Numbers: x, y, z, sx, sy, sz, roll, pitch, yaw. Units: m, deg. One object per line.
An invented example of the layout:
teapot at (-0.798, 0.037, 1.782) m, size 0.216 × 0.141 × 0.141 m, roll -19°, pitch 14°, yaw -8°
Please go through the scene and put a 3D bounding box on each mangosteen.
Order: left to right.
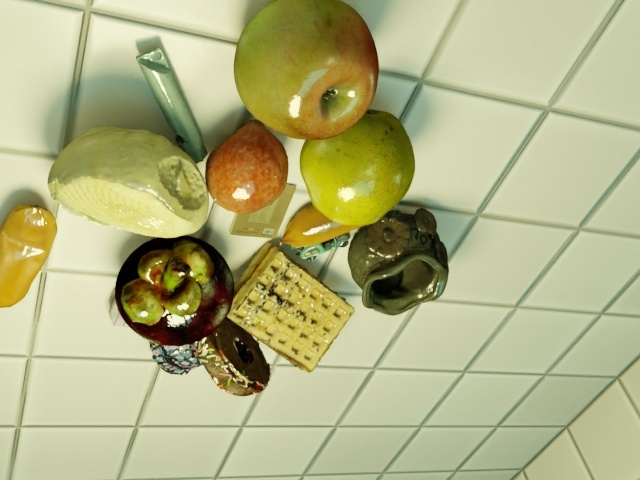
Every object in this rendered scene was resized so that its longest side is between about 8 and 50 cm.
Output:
mangosteen at (-0.389, 0.135, 1.954) m, size 0.330 × 0.330 × 0.330 m, roll -9°, pitch 137°, yaw -8°

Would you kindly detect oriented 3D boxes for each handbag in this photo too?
handbag at (-0.420, 0.330, 2.289) m, size 0.208 × 0.126 × 0.228 m, roll -20°, pitch 138°, yaw 13°

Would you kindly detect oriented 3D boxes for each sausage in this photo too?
sausage at (-0.766, 0.028, 1.872) m, size 0.134 × 0.116 × 0.354 m, roll 27°, pitch 120°, yaw -21°
sausage at (0.026, -0.061, 2.035) m, size 0.328 × 0.112 × 0.112 m, roll -23°, pitch 137°, yaw 6°

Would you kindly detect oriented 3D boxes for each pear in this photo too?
pear at (0.092, -0.188, 1.806) m, size 0.294 × 0.294 × 0.294 m, roll -9°, pitch 137°, yaw -8°

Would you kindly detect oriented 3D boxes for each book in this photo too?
book at (-0.161, -0.083, 2.016) m, size 0.138 × 0.016 × 0.198 m, roll 6°, pitch 134°, yaw -22°

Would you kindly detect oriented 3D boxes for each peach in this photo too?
peach at (-0.178, -0.182, 1.782) m, size 0.232 × 0.232 × 0.232 m, roll -9°, pitch 137°, yaw -8°

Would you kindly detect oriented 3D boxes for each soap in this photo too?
soap at (-0.565, 0.189, 2.146) m, size 0.100 × 0.056 × 0.149 m, roll 9°, pitch 133°, yaw -28°

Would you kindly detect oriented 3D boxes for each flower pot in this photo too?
flower pot at (0.226, 0.056, 2.126) m, size 0.302 × 0.213 × 0.302 m, roll -12°, pitch 143°, yaw -10°

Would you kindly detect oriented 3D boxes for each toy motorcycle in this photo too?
toy motorcycle at (0.000, 0.000, 2.126) m, size 0.173 × 0.058 × 0.100 m, roll -16°, pitch 132°, yaw 2°

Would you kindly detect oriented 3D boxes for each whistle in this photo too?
whistle at (-0.337, -0.306, 1.692) m, size 0.062 × 0.062 × 0.312 m, roll -17°, pitch 138°, yaw 1°

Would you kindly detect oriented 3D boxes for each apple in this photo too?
apple at (-0.025, -0.361, 1.573) m, size 0.319 × 0.277 × 0.319 m, roll -10°, pitch 137°, yaw -10°

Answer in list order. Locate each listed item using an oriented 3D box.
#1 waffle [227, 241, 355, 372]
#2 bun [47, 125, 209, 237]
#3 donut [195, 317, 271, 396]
waffle at (-0.091, 0.200, 2.174) m, size 0.261 × 0.114 × 0.376 m, roll -51°, pitch 125°, yaw -5°
bun at (-0.432, -0.148, 1.709) m, size 0.364 × 0.202 × 0.364 m, roll 9°, pitch 160°, yaw 4°
donut at (-0.252, 0.335, 2.110) m, size 0.103 × 0.269 × 0.270 m, roll -38°, pitch 134°, yaw 16°
